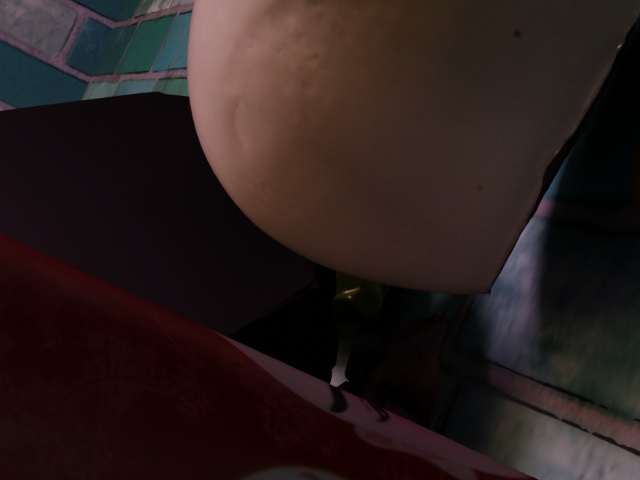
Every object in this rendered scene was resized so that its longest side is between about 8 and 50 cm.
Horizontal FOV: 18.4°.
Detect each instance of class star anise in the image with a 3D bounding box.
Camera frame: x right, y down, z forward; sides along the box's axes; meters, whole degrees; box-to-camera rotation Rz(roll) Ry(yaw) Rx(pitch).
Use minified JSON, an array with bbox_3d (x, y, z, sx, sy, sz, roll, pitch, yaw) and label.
[{"bbox_3d":[0.030,0.105,1.109,0.129,0.056,0.124,-68,14,-16],"label":"star anise"}]

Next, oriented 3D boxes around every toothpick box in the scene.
[{"bbox_3d":[-0.041,0.142,0.745,0.204,0.333,0.204,-56,17,26],"label":"toothpick box"}]

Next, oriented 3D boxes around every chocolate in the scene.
[{"bbox_3d":[-0.151,0.134,1.157,0.383,0.384,0.331,-97,-1,-65],"label":"chocolate"}]

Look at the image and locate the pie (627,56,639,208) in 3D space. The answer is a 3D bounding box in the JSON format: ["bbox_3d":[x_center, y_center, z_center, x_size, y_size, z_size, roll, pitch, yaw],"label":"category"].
[{"bbox_3d":[0.196,-0.091,0.888,0.195,0.046,0.195,-55,18,27],"label":"pie"}]

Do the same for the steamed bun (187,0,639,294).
[{"bbox_3d":[0.061,-0.139,0.973,0.324,0.206,0.324,-61,-6,-11],"label":"steamed bun"}]

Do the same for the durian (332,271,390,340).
[{"bbox_3d":[0.000,0.000,1.322,0.250,0.101,0.139,160,98,-70],"label":"durian"}]
